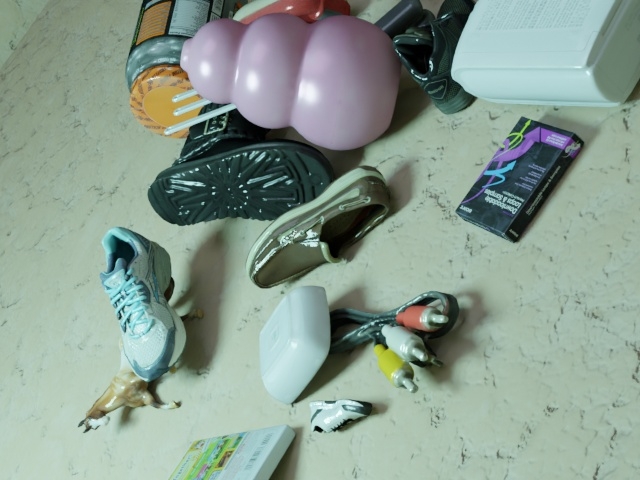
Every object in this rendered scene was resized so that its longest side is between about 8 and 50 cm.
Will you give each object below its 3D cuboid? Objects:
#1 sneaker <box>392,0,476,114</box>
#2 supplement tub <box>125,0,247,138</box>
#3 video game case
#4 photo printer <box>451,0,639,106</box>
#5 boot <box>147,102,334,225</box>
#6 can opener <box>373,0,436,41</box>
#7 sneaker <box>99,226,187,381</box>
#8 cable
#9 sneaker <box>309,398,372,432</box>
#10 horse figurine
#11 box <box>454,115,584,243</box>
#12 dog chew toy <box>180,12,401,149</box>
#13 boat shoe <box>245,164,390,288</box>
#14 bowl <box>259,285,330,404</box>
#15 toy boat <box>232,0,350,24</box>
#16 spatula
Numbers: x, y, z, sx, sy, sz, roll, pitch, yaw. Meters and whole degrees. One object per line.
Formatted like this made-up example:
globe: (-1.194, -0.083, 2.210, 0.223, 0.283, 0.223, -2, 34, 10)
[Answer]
sneaker: (0.179, -0.309, 1.872, 0.087, 0.130, 0.227, -20, 43, 38)
supplement tub: (-0.257, -0.370, 2.402, 0.207, 0.207, 0.338, -27, 41, 34)
video game case: (-0.157, 0.349, 1.701, 0.206, 0.026, 0.227, -17, 28, 42)
photo printer: (0.325, -0.303, 1.701, 0.307, 0.107, 0.256, 11, 68, 55)
boot: (-0.104, -0.156, 2.083, 0.348, 0.131, 0.260, -3, 36, 28)
can opener: (0.060, -0.303, 2.063, 0.283, 0.076, 0.095, -39, 36, 19)
sneaker: (-0.299, 0.097, 1.980, 0.110, 0.122, 0.283, -31, 48, 14)
cable: (0.078, 0.108, 1.650, 0.287, 0.072, 0.139, 17, 77, 55)
sneaker: (0.027, 0.231, 1.640, 0.109, 0.040, 0.043, -15, 64, 49)
horse figurine: (-0.284, 0.189, 2.038, 0.174, 0.066, 0.263, -16, 50, 35)
box: (0.260, -0.082, 1.647, 0.162, 0.029, 0.116, -56, 33, -3)
dog chew toy: (-0.048, -0.255, 1.919, 0.206, 0.332, 0.206, -170, 90, -88)
boat shoe: (-0.005, -0.004, 1.847, 0.257, 0.095, 0.095, -41, 40, 17)
bowl: (-0.042, 0.142, 1.752, 0.142, 0.053, 0.142, -55, 27, 36)
toy boat: (-0.053, -0.356, 2.225, 0.231, 0.151, 0.151, -17, 76, 42)
spatula: (-0.153, -0.253, 2.122, 0.242, 0.019, 0.168, -18, 32, 14)
